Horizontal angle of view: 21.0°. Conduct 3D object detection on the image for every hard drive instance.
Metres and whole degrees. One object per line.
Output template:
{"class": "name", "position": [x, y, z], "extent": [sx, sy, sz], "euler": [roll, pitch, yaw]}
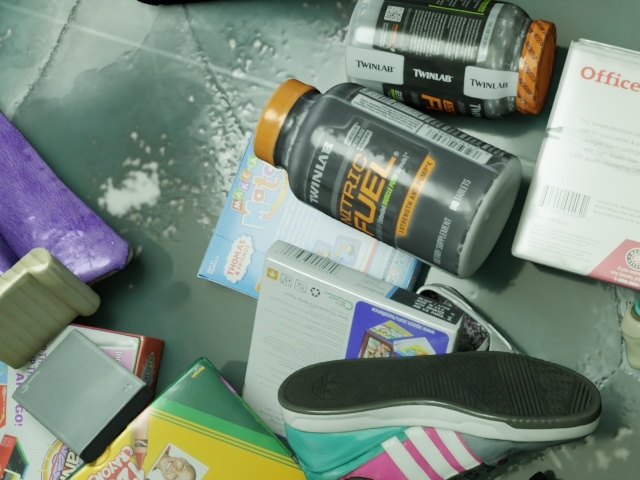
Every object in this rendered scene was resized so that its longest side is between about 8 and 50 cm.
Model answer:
{"class": "hard drive", "position": [-0.235, 0.151, 1.694], "extent": [0.094, 0.022, 0.135], "euler": [-48, 43, -11]}

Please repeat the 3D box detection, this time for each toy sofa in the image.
{"class": "toy sofa", "position": [-0.369, -0.060, 1.760], "extent": [0.177, 0.150, 0.362], "euler": [-42, 67, -3]}

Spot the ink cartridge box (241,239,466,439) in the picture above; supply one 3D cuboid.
{"class": "ink cartridge box", "position": [0.027, 0.125, 1.701], "extent": [0.206, 0.045, 0.208], "euler": [21, 124, 15]}

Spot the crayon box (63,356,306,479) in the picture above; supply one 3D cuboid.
{"class": "crayon box", "position": [-0.164, 0.266, 1.694], "extent": [0.278, 0.081, 0.165], "euler": [-42, 92, -6]}

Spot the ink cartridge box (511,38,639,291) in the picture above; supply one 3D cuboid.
{"class": "ink cartridge box", "position": [0.290, -0.067, 1.649], "extent": [0.159, 0.092, 0.217], "euler": [16, 90, 16]}

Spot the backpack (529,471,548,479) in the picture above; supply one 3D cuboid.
{"class": "backpack", "position": [0.191, 0.305, 1.589], "extent": [0.115, 0.182, 0.152], "euler": [-32, 78, 10]}

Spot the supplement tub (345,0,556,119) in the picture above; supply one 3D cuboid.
{"class": "supplement tub", "position": [0.129, -0.184, 1.692], "extent": [0.190, 0.117, 0.117], "euler": [12, 87, 17]}

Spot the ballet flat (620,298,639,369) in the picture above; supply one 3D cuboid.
{"class": "ballet flat", "position": [0.403, 0.116, 1.614], "extent": [0.248, 0.086, 0.086], "euler": [13, 88, 18]}

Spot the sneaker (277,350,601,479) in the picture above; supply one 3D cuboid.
{"class": "sneaker", "position": [0.115, 0.208, 1.607], "extent": [0.296, 0.124, 0.178], "euler": [0, 122, 13]}

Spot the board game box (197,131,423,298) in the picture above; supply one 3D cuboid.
{"class": "board game box", "position": [0.000, 0.000, 1.747], "extent": [0.212, 0.039, 0.160], "euler": [21, 90, 15]}

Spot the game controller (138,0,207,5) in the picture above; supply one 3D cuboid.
{"class": "game controller", "position": [-0.063, -0.330, 1.759], "extent": [0.319, 0.067, 0.166], "euler": [-2, 85, 27]}

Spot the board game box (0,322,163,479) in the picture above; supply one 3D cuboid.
{"class": "board game box", "position": [-0.341, 0.192, 1.806], "extent": [0.317, 0.064, 0.242], "euler": [10, 87, 16]}

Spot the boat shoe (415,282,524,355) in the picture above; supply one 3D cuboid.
{"class": "boat shoe", "position": [0.159, 0.111, 1.680], "extent": [0.066, 0.063, 0.184], "euler": [-39, 76, 8]}

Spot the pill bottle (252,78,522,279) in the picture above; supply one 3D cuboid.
{"class": "pill bottle", "position": [0.058, -0.069, 1.655], "extent": [0.246, 0.130, 0.130], "euler": [26, 91, 17]}
